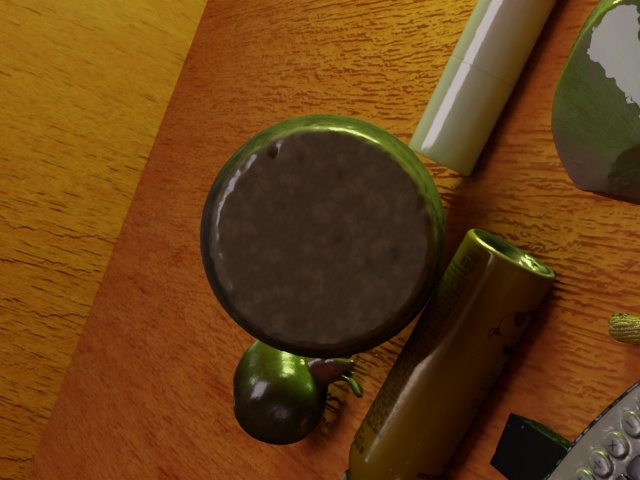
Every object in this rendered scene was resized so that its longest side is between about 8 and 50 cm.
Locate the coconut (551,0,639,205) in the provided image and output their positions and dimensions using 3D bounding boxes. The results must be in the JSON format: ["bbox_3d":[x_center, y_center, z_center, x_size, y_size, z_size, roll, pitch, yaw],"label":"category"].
[{"bbox_3d":[0.304,-0.128,0.965,0.236,0.236,0.204,-131,25,-64],"label":"coconut"}]

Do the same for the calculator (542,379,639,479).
[{"bbox_3d":[0.250,0.235,0.934,0.268,0.040,0.177,-58,39,18],"label":"calculator"}]

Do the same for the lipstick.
[{"bbox_3d":[0.214,-0.241,1.380,0.326,0.087,0.087,-64,24,9],"label":"lipstick"}]

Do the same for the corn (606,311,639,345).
[{"bbox_3d":[0.289,0.081,1.032,0.083,0.027,0.028,6,83,63],"label":"corn"}]

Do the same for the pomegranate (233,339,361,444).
[{"bbox_3d":[-0.026,0.183,1.509,0.191,0.131,0.152,-33,31,18],"label":"pomegranate"}]

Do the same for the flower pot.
[{"bbox_3d":[0.000,0.000,1.247,0.330,0.294,0.293,-48,-20,-87],"label":"flower pot"}]

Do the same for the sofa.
[{"bbox_3d":[0.211,0.211,1.075,0.060,0.039,0.118,-66,23,2],"label":"sofa"}]

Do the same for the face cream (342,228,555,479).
[{"bbox_3d":[0.121,0.162,1.223,0.348,0.105,0.105,-62,25,13],"label":"face cream"}]
